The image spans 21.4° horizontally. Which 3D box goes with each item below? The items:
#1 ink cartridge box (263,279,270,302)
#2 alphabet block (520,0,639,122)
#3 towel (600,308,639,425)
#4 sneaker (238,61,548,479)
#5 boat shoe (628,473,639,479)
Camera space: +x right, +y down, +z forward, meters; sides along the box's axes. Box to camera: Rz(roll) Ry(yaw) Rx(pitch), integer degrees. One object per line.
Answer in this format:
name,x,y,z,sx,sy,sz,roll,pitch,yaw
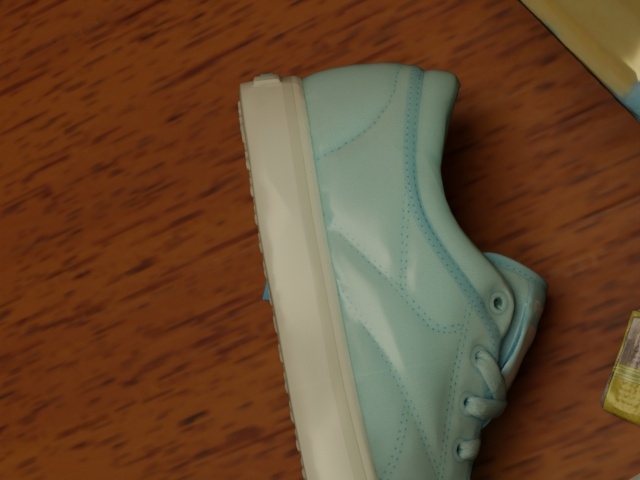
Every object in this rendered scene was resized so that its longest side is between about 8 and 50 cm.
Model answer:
ink cartridge box,0.000,0.000,1.000,0.048,0.028,0.083,7,81,27
alphabet block,0.185,-0.173,0.859,0.193,0.192,0.197,-44,62,9
towel,0.193,0.076,0.897,0.083,0.009,0.060,23,88,29
sneaker,0.058,0.073,0.901,0.150,0.135,0.366,-12,84,1
boat shoe,0.221,0.123,0.820,0.113,0.105,0.306,36,89,32
